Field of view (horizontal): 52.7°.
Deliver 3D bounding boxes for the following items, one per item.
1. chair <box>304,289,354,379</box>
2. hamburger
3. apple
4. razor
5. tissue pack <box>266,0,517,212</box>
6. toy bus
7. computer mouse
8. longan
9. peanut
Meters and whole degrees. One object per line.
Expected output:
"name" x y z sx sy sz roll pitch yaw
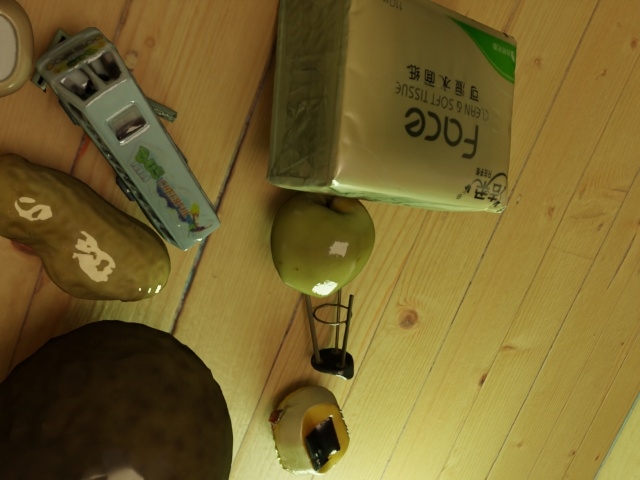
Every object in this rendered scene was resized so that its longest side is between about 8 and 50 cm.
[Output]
"chair" 0.020 0.186 1.329 0.095 0.104 0.221 -6 114 -5
"hamburger" -0.025 0.411 1.394 0.173 0.116 0.210 -37 125 -26
"apple" 0.000 0.000 1.157 0.200 0.200 0.200 -16 121 -29
"razor" -0.298 -0.220 0.931 0.211 0.036 0.084 20 112 -47
"tissue pack" 0.133 -0.226 1.079 0.405 0.205 0.331 5 90 -37
"toy bus" -0.256 -0.127 0.911 0.109 0.136 0.329 -37 140 -10
"computer mouse" -0.466 -0.240 0.760 0.237 0.082 0.145 -5 116 -32
"longan" -0.324 0.314 0.971 0.391 0.391 0.391 -16 121 -29
"peanut" -0.347 0.000 0.931 0.147 0.147 0.319 -52 134 -4
